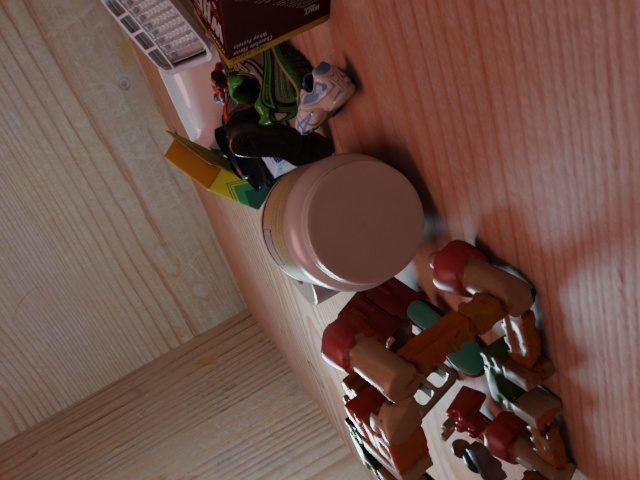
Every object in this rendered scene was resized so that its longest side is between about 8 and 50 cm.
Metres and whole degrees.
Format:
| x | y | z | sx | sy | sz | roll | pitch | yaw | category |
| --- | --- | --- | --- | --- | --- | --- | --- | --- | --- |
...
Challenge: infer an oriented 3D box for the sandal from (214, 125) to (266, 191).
| x | y | z | sx | sy | sz | roll | pitch | yaw | category |
| --- | --- | --- | --- | --- | --- | --- | --- | --- | --- |
| -0.227 | -0.213 | 2.208 | 0.254 | 0.054 | 0.097 | 46 | 151 | 34 | sandal |

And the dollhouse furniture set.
| x | y | z | sx | sy | sz | roll | pitch | yaw | category |
| --- | --- | --- | --- | --- | --- | --- | --- | --- | --- |
| 0.218 | 0.247 | 1.597 | 0.374 | 0.152 | 0.201 | 36 | 156 | 25 | dollhouse furniture set |

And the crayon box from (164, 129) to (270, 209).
| x | y | z | sx | sy | sz | roll | pitch | yaw | category |
| --- | --- | --- | --- | --- | --- | --- | --- | --- | --- |
| -0.308 | -0.200 | 2.331 | 0.202 | 0.081 | 0.318 | 37 | -173 | 30 | crayon box |

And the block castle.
| x | y | z | sx | sy | sz | roll | pitch | yaw | category |
| --- | --- | --- | --- | --- | --- | --- | --- | --- | --- |
| 0.197 | 0.258 | 1.264 | 0.213 | 0.303 | 0.453 | 31 | 148 | 54 | block castle |

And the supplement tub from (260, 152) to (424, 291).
| x | y | z | sx | sy | sz | roll | pitch | yaw | category |
| --- | --- | --- | --- | --- | --- | --- | --- | --- | --- |
| 0.033 | -0.031 | 1.436 | 0.235 | 0.235 | 0.325 | 63 | 168 | -8 | supplement tub |

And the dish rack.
| x | y | z | sx | sy | sz | roll | pitch | yaw | category |
| --- | --- | --- | --- | --- | --- | --- | --- | --- | --- |
| -0.402 | -0.564 | 2.038 | 0.285 | 0.072 | 0.332 | 50 | 158 | -24 | dish rack |

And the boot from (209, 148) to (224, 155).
| x | y | z | sx | sy | sz | roll | pitch | yaw | category |
| --- | --- | --- | --- | --- | --- | --- | --- | --- | --- |
| -0.379 | -0.415 | 2.569 | 0.280 | 0.096 | 0.264 | 39 | 155 | 62 | boot |

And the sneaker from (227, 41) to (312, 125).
| x | y | z | sx | sy | sz | roll | pitch | yaw | category |
| --- | --- | --- | --- | --- | --- | --- | --- | --- | --- |
| -0.139 | -0.363 | 1.618 | 0.343 | 0.146 | 0.134 | 54 | 165 | 35 | sneaker |

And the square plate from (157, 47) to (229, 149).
| x | y | z | sx | sy | sz | roll | pitch | yaw | category |
| --- | --- | --- | --- | --- | --- | --- | --- | --- | --- |
| -0.322 | -0.411 | 2.279 | 0.347 | 0.049 | 0.344 | 15 | 134 | 48 | square plate |

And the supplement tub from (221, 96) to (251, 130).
| x | y | z | sx | sy | sz | roll | pitch | yaw | category |
| --- | --- | --- | --- | --- | --- | --- | --- | --- | --- |
| -0.149 | -0.293 | 1.779 | 0.198 | 0.106 | 0.106 | -21 | 98 | 57 | supplement tub |

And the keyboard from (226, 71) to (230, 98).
| x | y | z | sx | sy | sz | roll | pitch | yaw | category |
| --- | --- | --- | --- | --- | --- | --- | --- | --- | --- |
| -0.207 | -0.346 | 2.103 | 0.100 | 0.038 | 0.192 | 22 | 142 | 39 | keyboard |

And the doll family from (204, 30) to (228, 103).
| x | y | z | sx | sy | sz | roll | pitch | yaw | category |
| --- | --- | --- | --- | --- | --- | --- | --- | --- | --- |
| -0.206 | -0.447 | 1.847 | 0.163 | 0.118 | 0.263 | 134 | 125 | -83 | doll family |

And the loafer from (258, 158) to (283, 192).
| x | y | z | sx | sy | sz | roll | pitch | yaw | category |
| --- | --- | --- | --- | --- | --- | --- | --- | --- | --- |
| -0.118 | -0.162 | 2.195 | 0.061 | 0.062 | 0.170 | -27 | 83 | 39 | loafer |

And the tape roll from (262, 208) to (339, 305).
| x | y | z | sx | sy | sz | roll | pitch | yaw | category |
| --- | --- | --- | --- | --- | --- | --- | --- | --- | --- |
| 0.000 | 0.000 | 1.786 | 0.246 | 0.169 | 0.246 | 57 | 167 | 20 | tape roll |

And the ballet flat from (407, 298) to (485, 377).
| x | y | z | sx | sy | sz | roll | pitch | yaw | category |
| --- | --- | --- | --- | --- | --- | --- | --- | --- | --- |
| 0.240 | 0.179 | 1.474 | 0.203 | 0.074 | 0.074 | 43 | 158 | 39 | ballet flat |

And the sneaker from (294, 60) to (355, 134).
| x | y | z | sx | sy | sz | roll | pitch | yaw | category |
| --- | --- | --- | --- | --- | --- | --- | --- | --- | --- |
| -0.004 | -0.255 | 1.444 | 0.086 | 0.085 | 0.237 | 51 | 162 | -3 | sneaker |

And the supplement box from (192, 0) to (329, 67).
| x | y | z | sx | sy | sz | roll | pitch | yaw | category |
| --- | --- | --- | --- | --- | --- | --- | --- | --- | --- |
| -0.096 | -0.407 | 1.250 | 0.129 | 0.191 | 0.194 | 58 | 168 | 18 | supplement box |

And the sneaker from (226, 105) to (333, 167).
| x | y | z | sx | sy | sz | roll | pitch | yaw | category |
| --- | --- | --- | --- | --- | --- | --- | --- | --- | --- |
| -0.087 | -0.217 | 1.644 | 0.130 | 0.227 | 0.087 | -113 | 35 | -47 | sneaker |

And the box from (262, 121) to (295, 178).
| x | y | z | sx | sy | sz | roll | pitch | yaw | category |
| --- | --- | --- | --- | --- | --- | --- | --- | --- | --- |
| -0.108 | -0.235 | 1.934 | 0.126 | 0.072 | 0.137 | 59 | 167 | 9 | box |
